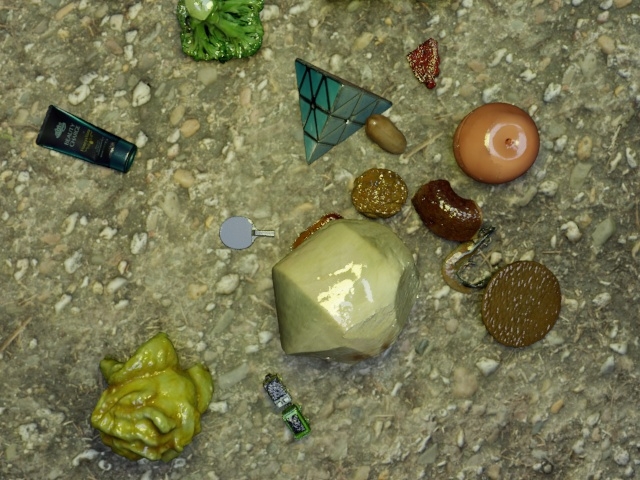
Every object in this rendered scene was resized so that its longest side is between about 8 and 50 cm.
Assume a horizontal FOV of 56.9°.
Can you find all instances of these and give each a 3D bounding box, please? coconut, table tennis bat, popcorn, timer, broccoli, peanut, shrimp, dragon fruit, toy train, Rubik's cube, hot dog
[{"bbox_3d":[0.058,0.152,1.539,0.416,0.345,0.414,-19,126,-29],"label":"coconut"},{"bbox_3d":[-0.210,-0.022,1.690,0.158,0.014,0.095,2,88,-3],"label":"table tennis bat"},{"bbox_3d":[-0.449,0.409,1.536,0.322,0.290,0.325,17,107,-7],"label":"popcorn"},{"bbox_3d":[0.490,-0.270,1.657,0.230,0.215,0.229,0,96,-3],"label":"timer"},{"bbox_3d":[-0.277,-0.613,1.565,0.254,0.269,0.268,-10,90,10],"label":"broccoli"},{"bbox_3d":[0.188,-0.304,1.696,0.152,0.076,0.076,36,86,-25],"label":"peanut"},{"bbox_3d":[0.461,0.060,1.730,0.152,0.046,0.219,42,89,-3],"label":"shrimp"},{"bbox_3d":[0.322,-0.515,1.731,0.097,0.063,0.131,-24,92,28],"label":"dragon fruit"},{"bbox_3d":[-0.095,0.464,1.661,0.060,0.081,0.202,-33,92,-4],"label":"toy train"},{"bbox_3d":[0.039,-0.385,1.650,0.233,0.229,0.228,57,40,-37],"label":"Rubik's cube"},{"bbox_3d":[0.000,0.000,1.688,0.191,0.059,0.108,-44,97,-6],"label":"hot dog"}]

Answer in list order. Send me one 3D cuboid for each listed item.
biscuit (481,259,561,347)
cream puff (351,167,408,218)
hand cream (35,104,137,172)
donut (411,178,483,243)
[{"bbox_3d":[0.585,0.185,1.728,0.262,0.037,0.261,-2,98,-14],"label":"biscuit"},{"bbox_3d":[0.168,-0.132,1.672,0.165,0.115,0.150,-29,89,-6],"label":"cream puff"},{"bbox_3d":[-0.648,-0.274,1.640,0.271,0.061,0.120,22,93,3],"label":"hand cream"},{"bbox_3d":[0.366,-0.080,1.670,0.144,0.126,0.186,-17,65,-18],"label":"donut"}]
